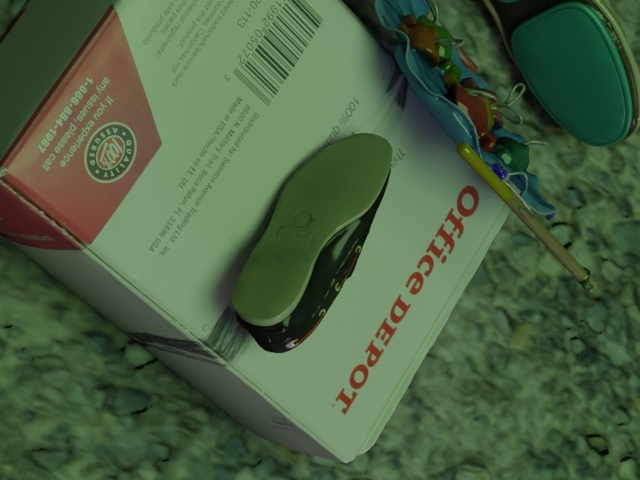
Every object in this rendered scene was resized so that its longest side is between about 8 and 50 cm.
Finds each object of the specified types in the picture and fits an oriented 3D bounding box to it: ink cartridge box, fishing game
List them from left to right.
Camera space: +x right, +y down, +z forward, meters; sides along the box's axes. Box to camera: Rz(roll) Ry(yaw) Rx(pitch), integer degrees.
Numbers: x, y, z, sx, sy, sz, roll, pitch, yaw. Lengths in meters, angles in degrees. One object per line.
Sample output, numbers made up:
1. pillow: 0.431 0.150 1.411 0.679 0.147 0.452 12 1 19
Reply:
1. ink cartridge box: -0.050 -0.035 0.920 0.283 0.117 0.207 43 69 -31
2. fishing game: 0.088 -0.095 0.954 0.041 0.264 0.189 -36 122 14

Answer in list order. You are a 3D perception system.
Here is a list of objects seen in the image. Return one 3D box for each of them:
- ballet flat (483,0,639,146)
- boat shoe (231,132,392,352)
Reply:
1. ballet flat: 0.150 -0.174 1.086 0.086 0.086 0.248 -51 120 -21
2. boat shoe: -0.002 -0.001 0.861 0.133 0.049 0.042 -58 151 -24
